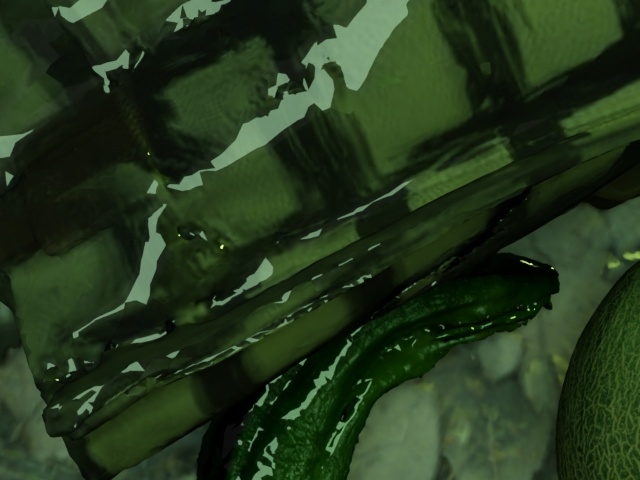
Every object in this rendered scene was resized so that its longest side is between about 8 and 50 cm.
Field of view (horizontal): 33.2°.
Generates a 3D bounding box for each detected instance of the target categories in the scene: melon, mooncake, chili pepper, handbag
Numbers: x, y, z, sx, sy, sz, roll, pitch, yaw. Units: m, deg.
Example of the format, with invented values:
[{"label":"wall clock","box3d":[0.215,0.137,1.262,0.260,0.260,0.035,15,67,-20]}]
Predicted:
[{"label":"melon","box3d":[0.173,0.092,0.463,0.139,0.139,0.192,2,74,5]},{"label":"mooncake","box3d":[-0.002,-0.005,0.537,0.347,0.057,0.150,2,71,6]},{"label":"chili pepper","box3d":[0.003,0.107,0.511,0.122,0.065,0.278,32,86,-4]},{"label":"handbag","box3d":[-0.023,-0.126,0.429,0.327,0.162,0.325,-28,89,-13]}]
